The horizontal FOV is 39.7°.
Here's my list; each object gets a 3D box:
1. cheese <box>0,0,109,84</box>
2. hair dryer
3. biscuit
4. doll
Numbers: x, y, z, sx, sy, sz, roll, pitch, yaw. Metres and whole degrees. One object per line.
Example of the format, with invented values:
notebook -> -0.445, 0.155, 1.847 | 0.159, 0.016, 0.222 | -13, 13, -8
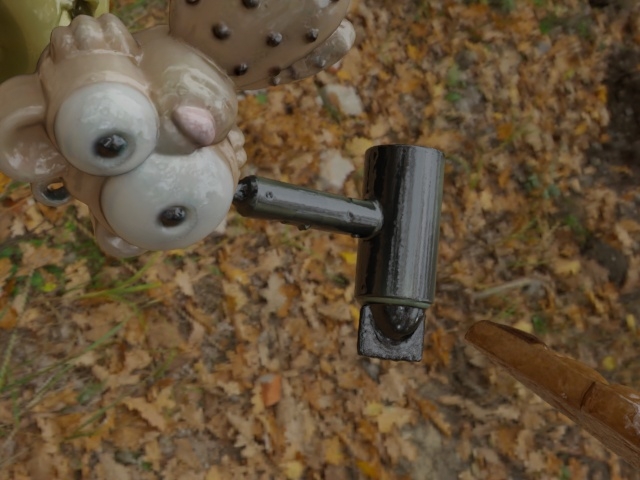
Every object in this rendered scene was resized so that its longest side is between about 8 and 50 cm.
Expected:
cheese -> -0.309, -0.233, 0.782 | 0.128, 0.316, 0.259 | -45, 146, -38
hair dryer -> 0.000, 0.000, 0.777 | 0.248, 0.078, 0.195 | 11, 80, -31
biscuit -> 0.211, 0.130, 0.568 | 0.043, 0.280, 0.183 | -49, 148, -5
doll -> -0.065, -0.110, 0.508 | 0.154, 0.278, 0.119 | 29, 21, -41
